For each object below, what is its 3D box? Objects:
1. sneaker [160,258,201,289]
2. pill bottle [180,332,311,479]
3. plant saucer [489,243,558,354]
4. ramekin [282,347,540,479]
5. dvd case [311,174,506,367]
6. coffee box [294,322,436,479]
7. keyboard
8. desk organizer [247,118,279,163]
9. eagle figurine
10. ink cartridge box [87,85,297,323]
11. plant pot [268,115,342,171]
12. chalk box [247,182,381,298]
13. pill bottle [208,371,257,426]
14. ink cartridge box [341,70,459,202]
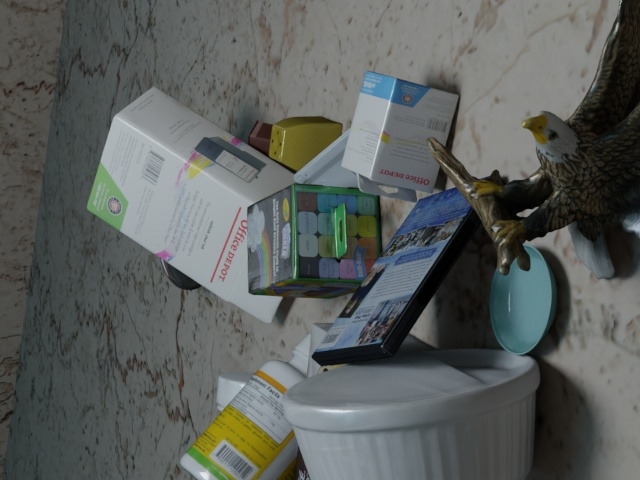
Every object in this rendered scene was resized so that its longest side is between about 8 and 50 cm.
[{"bbox_3d":[-0.198,-0.048,2.232,0.162,0.106,0.281,12,98,62],"label":"sneaker"},{"bbox_3d":[-0.058,0.247,1.745,0.245,0.136,0.136,-48,22,-12],"label":"pill bottle"},{"bbox_3d":[0.222,0.064,1.406,0.119,0.021,0.119,-174,90,-66],"label":"plant saucer"},{"bbox_3d":[0.103,0.204,1.387,0.273,0.273,0.127,1,102,65],"label":"ramekin"},{"bbox_3d":[0.100,0.036,1.502,0.253,0.022,0.180,-54,16,-22],"label":"dvd case"},{"bbox_3d":[0.056,0.266,1.632,0.168,0.119,0.297,-152,67,-63],"label":"coffee box"},{"bbox_3d":[0.041,-0.106,1.771,0.014,0.072,0.256,-61,13,-28],"label":"keyboard"},{"bbox_3d":[-0.084,-0.119,2.050,0.047,0.050,0.130,-65,-16,-48],"label":"desk organizer"},{"bbox_3d":[0.261,-0.098,1.204,0.298,0.225,0.226,-42,89,19],"label":"eagle figurine"},{"bbox_3d":[-0.169,-0.052,2.024,0.353,0.119,0.207,33,130,9],"label":"ink cartridge box"},{"bbox_3d":[-0.027,-0.138,1.892,0.081,0.083,0.081,-151,66,-62],"label":"plant pot"},{"bbox_3d":[0.000,0.000,1.769,0.213,0.132,0.132,-19,70,63],"label":"chalk box"},{"bbox_3d":[-0.088,0.338,1.889,0.160,0.160,0.283,-174,87,-65],"label":"pill bottle"},{"bbox_3d":[0.093,-0.124,1.601,0.090,0.092,0.143,31,107,63],"label":"ink cartridge box"}]
